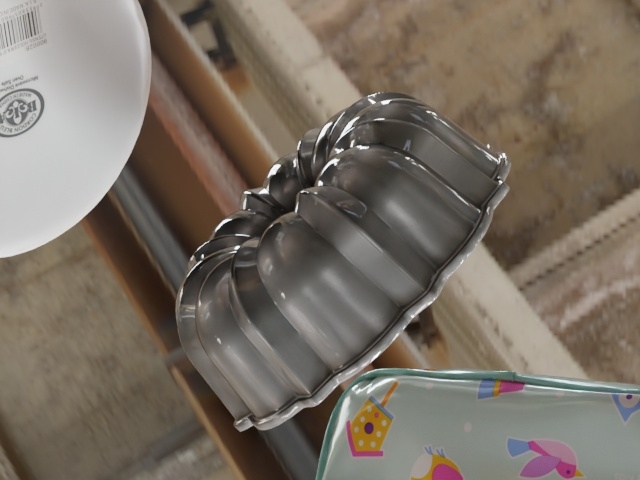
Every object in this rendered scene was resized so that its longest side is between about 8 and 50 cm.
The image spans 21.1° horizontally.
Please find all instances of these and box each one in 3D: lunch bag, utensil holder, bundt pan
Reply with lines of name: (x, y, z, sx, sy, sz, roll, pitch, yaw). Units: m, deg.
lunch bag: (0.117, 0.188, 0.964, 0.279, 0.108, 0.224, 1, -101, 40)
utensil holder: (-0.395, -0.184, 1.637, 0.385, 0.327, 0.327, 27, -113, 39)
bundt pan: (0.000, 0.000, 1.460, 0.124, 0.331, 0.331, 44, -109, -12)
